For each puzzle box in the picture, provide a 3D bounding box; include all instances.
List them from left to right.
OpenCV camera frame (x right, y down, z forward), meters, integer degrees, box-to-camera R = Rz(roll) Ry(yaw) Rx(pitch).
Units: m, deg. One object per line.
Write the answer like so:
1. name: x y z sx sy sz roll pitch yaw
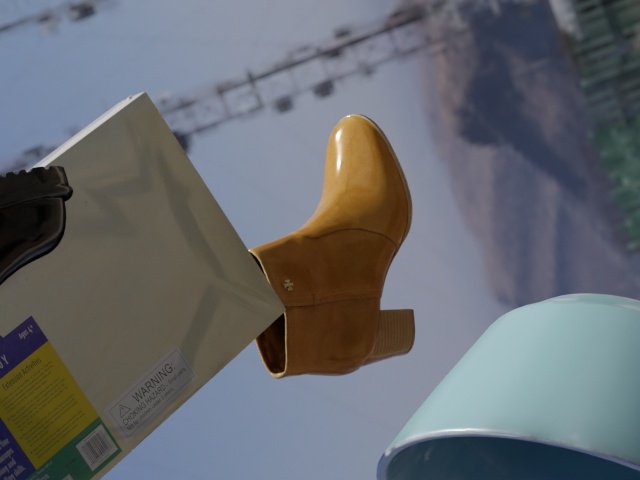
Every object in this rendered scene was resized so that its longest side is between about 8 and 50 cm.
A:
1. puzzle box: -0.244 0.076 1.730 0.052 0.409 0.272 -12 114 53

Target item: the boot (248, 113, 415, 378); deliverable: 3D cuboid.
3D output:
1. boot: -0.001 0.001 1.985 0.211 0.104 0.295 -1 -102 -44

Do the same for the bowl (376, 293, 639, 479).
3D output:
1. bowl: 0.214 0.154 1.362 0.311 0.311 0.163 66 -139 -52

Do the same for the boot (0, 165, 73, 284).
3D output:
1. boot: -0.300 0.106 1.395 0.131 0.348 0.260 -10 103 49
